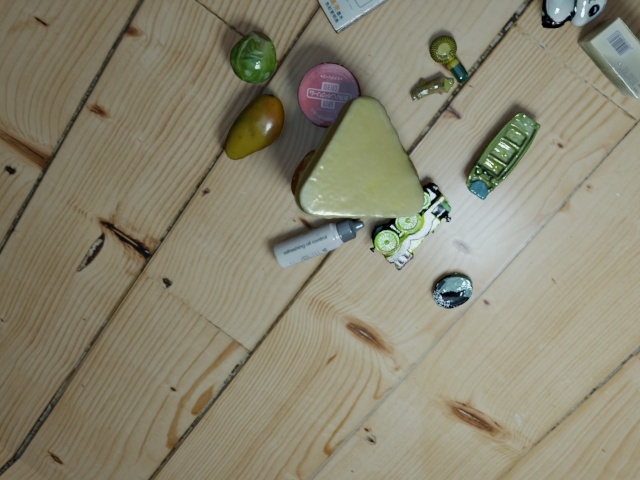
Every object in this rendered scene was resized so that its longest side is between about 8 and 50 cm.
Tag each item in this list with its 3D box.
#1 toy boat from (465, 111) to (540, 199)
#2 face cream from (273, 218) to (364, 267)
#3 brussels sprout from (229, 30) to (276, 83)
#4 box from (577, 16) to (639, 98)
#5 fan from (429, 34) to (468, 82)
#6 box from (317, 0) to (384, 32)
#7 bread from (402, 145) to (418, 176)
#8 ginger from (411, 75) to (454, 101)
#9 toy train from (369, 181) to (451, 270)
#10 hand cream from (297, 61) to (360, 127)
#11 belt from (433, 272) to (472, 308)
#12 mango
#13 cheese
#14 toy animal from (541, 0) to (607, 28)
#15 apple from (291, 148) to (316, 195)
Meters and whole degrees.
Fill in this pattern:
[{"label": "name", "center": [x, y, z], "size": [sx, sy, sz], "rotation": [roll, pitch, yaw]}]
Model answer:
[{"label": "toy boat", "center": [0.551, -0.258, 1.719], "size": [0.111, 0.084, 0.276], "rotation": [34, 103, 2]}, {"label": "face cream", "center": [0.000, 0.000, 1.860], "size": [0.311, 0.092, 0.092], "rotation": [-21, 100, 12]}, {"label": "brussels sprout", "center": [-0.205, -0.562, 1.731], "size": [0.155, 0.117, 0.155], "rotation": [6, 113, 14]}, {"label": "box", "center": [0.836, -0.507, 1.565], "size": [0.095, 0.168, 0.212], "rotation": [-41, 96, 19]}, {"label": "fan", "center": [0.392, -0.545, 1.688], "size": [0.082, 0.039, 0.155], "rotation": [-36, 97, 15]}, {"label": "box", "center": [0.069, -0.785, 1.646], "size": [0.220, 0.091, 0.274], "rotation": [-31, 99, 14]}, {"label": "bread", "center": [0.208, -0.237, 1.762], "size": [0.147, 0.098, 0.217], "rotation": [-28, 100, 8]}, {"label": "ginger", "center": [0.342, -0.468, 1.714], "size": [0.137, 0.044, 0.057], "rotation": [-14, 120, 13]}, {"label": "toy train", "center": [0.293, -0.048, 1.801], "size": [0.160, 0.100, 0.296], "rotation": [40, 105, -10]}, {"label": "hand cream", "center": [0.030, -0.445, 1.722], "size": [0.193, 0.125, 0.193], "rotation": [2, 105, 9]}, {"label": "belt", "center": [0.437, 0.166, 1.855], "size": [0.140, 0.058, 0.105], "rotation": [-27, 93, 18]}, {"label": "mango", "center": [-0.209, -0.351, 1.787], "size": [0.138, 0.113, 0.253], "rotation": [44, 108, -4]}, {"label": "cheese", "center": [0.084, -0.186, 1.625], "size": [0.383, 0.104, 0.384], "rotation": [-2, 97, -14]}, {"label": "toy animal", "center": [0.701, -0.681, 1.556], "size": [0.179, 0.138, 0.166], "rotation": [1, 121, 13]}, {"label": "apple", "center": [0.007, -0.188, 1.760], "size": [0.195, 0.196, 0.196], "rotation": [2, 105, 8]}]
